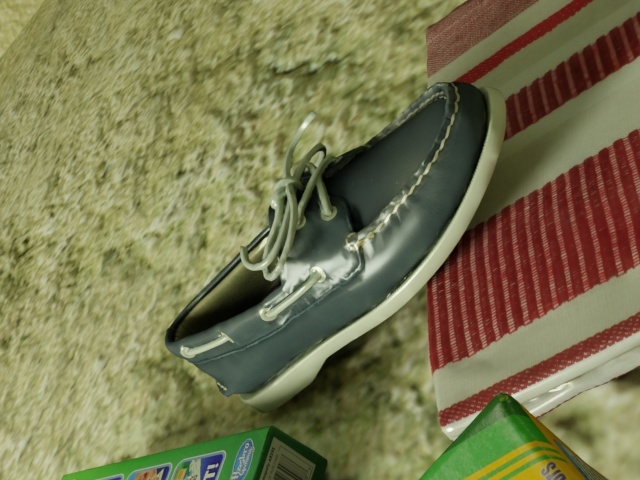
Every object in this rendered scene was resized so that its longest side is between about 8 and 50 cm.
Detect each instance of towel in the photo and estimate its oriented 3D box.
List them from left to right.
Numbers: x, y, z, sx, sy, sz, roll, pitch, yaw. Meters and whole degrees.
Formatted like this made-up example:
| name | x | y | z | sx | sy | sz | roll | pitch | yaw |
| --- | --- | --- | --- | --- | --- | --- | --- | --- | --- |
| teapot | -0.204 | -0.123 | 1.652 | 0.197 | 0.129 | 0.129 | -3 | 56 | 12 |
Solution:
| name | x | y | z | sx | sy | sz | roll | pitch | yaw |
| --- | --- | --- | --- | --- | --- | --- | --- | --- | --- |
| towel | 0.151 | -0.070 | 0.598 | 0.237 | 0.037 | 0.329 | -33 | 32 | 31 |

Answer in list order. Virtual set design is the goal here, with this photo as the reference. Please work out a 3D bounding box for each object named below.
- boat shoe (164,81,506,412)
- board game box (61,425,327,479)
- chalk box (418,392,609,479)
| name | x | y | z | sx | sy | sz | roll | pitch | yaw |
| --- | --- | --- | --- | --- | --- | --- | --- | --- | --- |
| boat shoe | 0.000 | 0.000 | 0.640 | 0.254 | 0.079 | 0.095 | -46 | 23 | 43 |
| board game box | -0.123 | 0.256 | 0.609 | 0.213 | 0.046 | 0.317 | -21 | 40 | 44 |
| chalk box | 0.046 | 0.179 | 0.344 | 0.213 | 0.132 | 0.132 | -49 | 26 | 5 |
